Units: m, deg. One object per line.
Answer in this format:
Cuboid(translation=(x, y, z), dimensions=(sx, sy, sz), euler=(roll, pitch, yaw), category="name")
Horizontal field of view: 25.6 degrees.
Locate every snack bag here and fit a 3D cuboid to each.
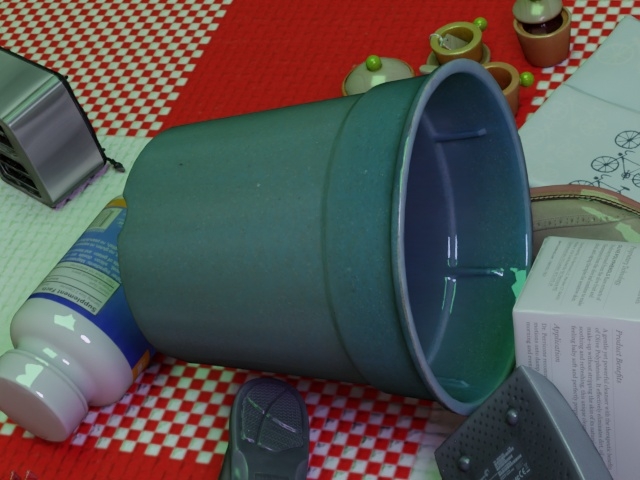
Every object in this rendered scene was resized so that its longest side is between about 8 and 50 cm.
Cuboid(translation=(0.412, -0.137, 1.677), dimensions=(0.323, 0.037, 0.342), euler=(25, 58, 36), category="snack bag")

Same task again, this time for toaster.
Cuboid(translation=(-0.379, -0.149, 1.856), dimensions=(0.186, 0.168, 0.110), euler=(26, 61, 38), category="toaster")

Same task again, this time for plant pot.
Cuboid(translation=(0.000, 0.000, 1.416), dimensions=(0.334, 0.341, 0.341), euler=(-1, 45, 27), category="plant pot")

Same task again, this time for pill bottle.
Cuboid(translation=(-0.250, 0.089, 1.581), dimensions=(0.152, 0.152, 0.272), euler=(14, 52, 29), category="pill bottle")

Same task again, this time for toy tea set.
Cuboid(translation=(0.174, -0.225, 1.778), dimensions=(0.200, 0.124, 0.336), euler=(23, 57, 35), category="toy tea set")

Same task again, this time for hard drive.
Cuboid(translation=(0.200, 0.256, 1.241), dimensions=(0.054, 0.172, 0.254), euler=(2, 51, -34), category="hard drive")

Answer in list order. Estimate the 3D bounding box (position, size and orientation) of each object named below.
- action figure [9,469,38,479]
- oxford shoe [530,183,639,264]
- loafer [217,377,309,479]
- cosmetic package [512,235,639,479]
Cuboid(translation=(-0.328, 0.299, 1.484), dimensions=(0.038, 0.030, 0.115), euler=(-3, 50, 23), category="action figure")
Cuboid(translation=(0.309, 0.031, 1.482), dimensions=(0.348, 0.123, 0.130), euler=(9, 55, 27), category="oxford shoe")
Cuboid(translation=(-0.065, 0.282, 1.389), dimensions=(0.109, 0.095, 0.302), euler=(15, 50, -9), category="loafer")
Cuboid(translation=(0.373, 0.123, 1.292), dimensions=(0.366, 0.196, 0.155), euler=(5, 30, 20), category="cosmetic package")
